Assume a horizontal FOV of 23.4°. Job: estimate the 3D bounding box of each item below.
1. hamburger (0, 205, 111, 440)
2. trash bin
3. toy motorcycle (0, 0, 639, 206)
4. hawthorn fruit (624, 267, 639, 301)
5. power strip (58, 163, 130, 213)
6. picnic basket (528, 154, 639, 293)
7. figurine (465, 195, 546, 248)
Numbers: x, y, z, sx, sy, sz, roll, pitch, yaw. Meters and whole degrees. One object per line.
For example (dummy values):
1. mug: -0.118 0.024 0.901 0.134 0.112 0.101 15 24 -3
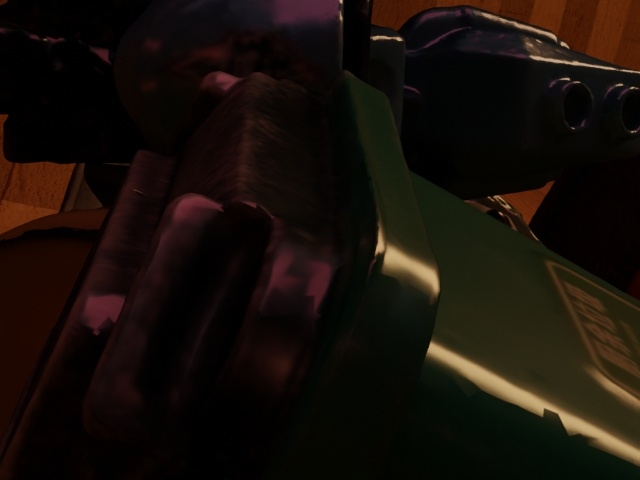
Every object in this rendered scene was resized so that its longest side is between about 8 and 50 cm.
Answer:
1. hamburger: -0.078 0.093 0.678 0.237 0.237 0.149 15 9 9
2. trash bin: 0.070 0.155 0.468 0.381 0.295 0.259 25 15 -7
3. toy motorcycle: 0.012 -0.068 0.770 0.416 0.172 0.232 3 3 -41
4. hawthorn fruit: 0.327 0.088 1.019 0.284 0.284 0.284 13 12 -3
5. power strip: -0.157 0.031 1.106 0.092 0.066 0.387 21 20 -10
6. picnic basket: 0.271 0.036 1.221 0.222 0.297 0.129 13 27 -33
7. figurine: 0.041 0.055 1.002 0.324 0.231 0.340 33 17 -13
